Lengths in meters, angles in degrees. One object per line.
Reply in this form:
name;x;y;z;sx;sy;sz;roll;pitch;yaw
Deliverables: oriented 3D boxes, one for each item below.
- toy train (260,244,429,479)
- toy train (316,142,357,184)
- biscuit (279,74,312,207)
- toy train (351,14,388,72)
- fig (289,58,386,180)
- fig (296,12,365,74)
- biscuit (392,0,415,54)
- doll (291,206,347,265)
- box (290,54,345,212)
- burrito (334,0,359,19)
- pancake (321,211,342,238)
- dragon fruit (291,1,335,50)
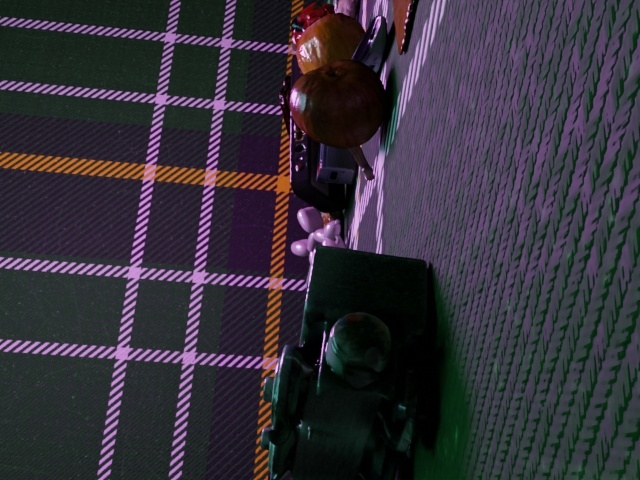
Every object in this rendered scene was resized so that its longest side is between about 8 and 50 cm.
toy train;0.026;0.150;0.763;0.299;0.167;0.238;100;179;-48
toy train;0.046;-0.325;1.560;0.089;0.086;0.409;106;168;-67
biscuit;-0.027;-0.255;1.807;0.107;0.073;0.388;-76;-22;-43
toy train;0.091;-0.330;1.208;0.252;0.048;0.055;141;138;-77
fig;0.043;-0.221;1.144;0.149;0.148;0.202;-52;-28;7
fig;0.041;-0.347;1.457;0.159;0.159;0.257;160;98;-86
biscuit;0.129;-0.420;0.977;0.232;0.013;0.237;98;174;-49
doll;0.000;0.000;1.574;0.160;0.059;0.161;43;133;37
box;-0.005;-0.254;1.633;0.211;0.058;0.350;28;-121;-61
burrito;0.070;-0.609;1.731;0.063;0.058;0.229;-27;-50;-54
pancake;0.025;0.030;1.730;0.376;0.054;0.197;-87;10;-45
dragon fruit;0.002;-0.588;1.943;0.188;0.182;0.182;105;169;-63
